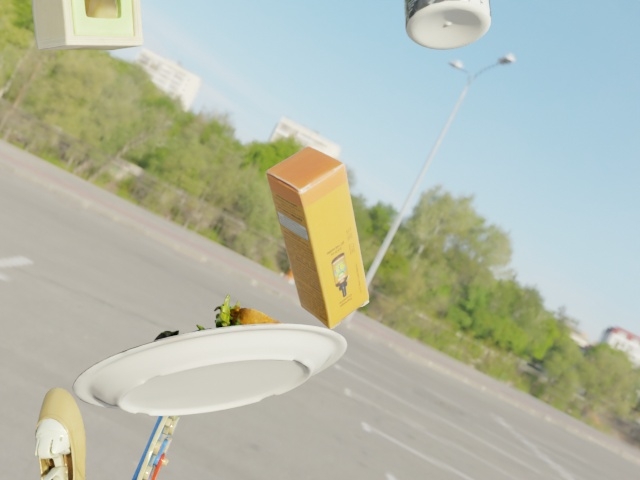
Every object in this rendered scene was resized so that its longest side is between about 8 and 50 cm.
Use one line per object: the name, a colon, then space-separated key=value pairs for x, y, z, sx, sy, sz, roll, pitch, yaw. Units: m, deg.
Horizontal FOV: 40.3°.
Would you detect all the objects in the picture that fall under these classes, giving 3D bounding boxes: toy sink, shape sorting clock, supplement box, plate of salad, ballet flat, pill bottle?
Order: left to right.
ballet flat: x=-0.403 y=0.346 z=1.347 sx=0.080 sy=0.232 sz=0.073 roll=-11 pitch=-3 yaw=18
toy sink: x=-0.413 y=-0.457 z=1.533 sx=0.152 sy=0.234 sz=0.131 roll=-10 pitch=11 yaw=-41
shape sorting clock: x=-0.261 y=0.344 z=1.379 sx=0.040 sy=0.206 sz=0.206 roll=22 pitch=0 yaw=-4
plate of salad: x=-0.080 y=0.087 z=0.641 sx=0.199 sy=0.048 sz=0.200 roll=-11 pitch=-21 yaw=-4
supplement box: x=0.000 y=0.000 z=1.132 sx=0.080 sy=0.078 sz=0.233 roll=29 pitch=-37 yaw=43
pill bottle: x=0.188 y=-0.430 z=1.338 sx=0.130 sy=0.246 sz=0.130 roll=-1 pitch=-20 yaw=0
